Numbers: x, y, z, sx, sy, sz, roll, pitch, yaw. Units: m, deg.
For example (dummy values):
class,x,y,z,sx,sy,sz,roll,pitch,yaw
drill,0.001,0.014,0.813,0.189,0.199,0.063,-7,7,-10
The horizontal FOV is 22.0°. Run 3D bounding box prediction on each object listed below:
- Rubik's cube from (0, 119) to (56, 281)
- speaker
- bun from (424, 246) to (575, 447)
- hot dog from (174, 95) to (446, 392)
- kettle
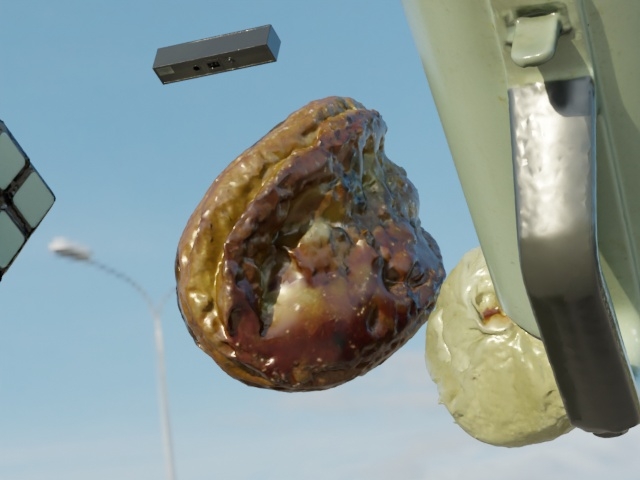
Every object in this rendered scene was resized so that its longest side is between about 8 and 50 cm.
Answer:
class,x,y,z,sx,sy,sz,roll,pitch,yaw
Rubik's cube,-0.368,-0.037,1.482,0.161,0.163,0.162,2,-41,37
speaker,-0.155,-0.276,2.447,0.191,0.046,0.040,-9,-43,22
bun,0.190,0.092,1.596,0.220,0.220,0.134,-20,-37,31
hot dog,0.000,0.000,1.737,0.174,0.267,0.387,-24,11,36
kettle,0.201,-0.079,1.234,0.250,0.361,0.376,-7,-52,15
